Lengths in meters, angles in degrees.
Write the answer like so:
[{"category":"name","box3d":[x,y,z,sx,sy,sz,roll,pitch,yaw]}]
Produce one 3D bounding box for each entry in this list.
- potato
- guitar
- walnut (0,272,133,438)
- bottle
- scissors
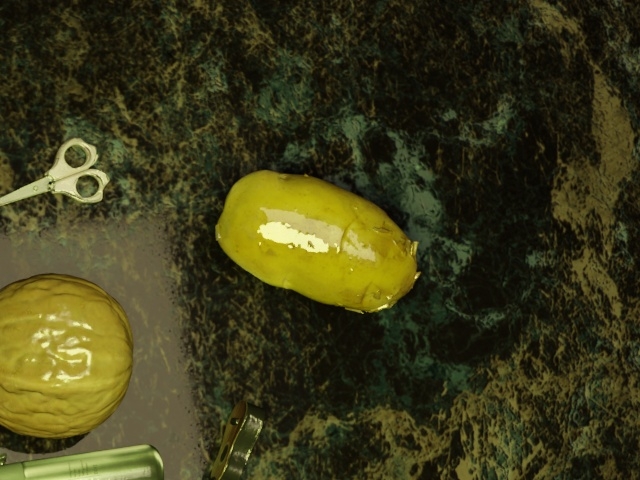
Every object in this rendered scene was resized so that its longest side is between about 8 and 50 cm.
[{"category":"potato","box3d":[0.000,0.000,2.089,0.300,0.140,0.173,21,77,-6]},{"category":"guitar","box3d":[-0.146,0.350,1.988,0.038,0.084,0.271,27,75,-12]},{"category":"walnut","box3d":[-0.356,0.152,1.896,0.228,0.228,0.228,5,74,-17]},{"category":"bottle","box3d":[-0.339,0.319,1.924,0.254,0.079,0.096,-7,67,-20]},{"category":"scissors","box3d":[-0.396,-0.078,2.048,0.189,0.015,0.100,-22,86,-21]}]
